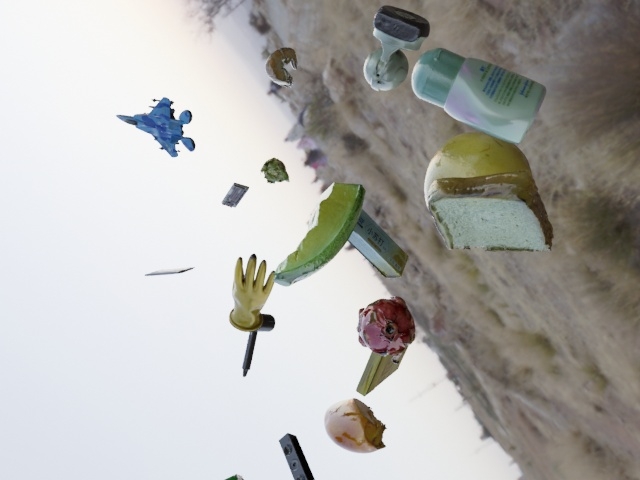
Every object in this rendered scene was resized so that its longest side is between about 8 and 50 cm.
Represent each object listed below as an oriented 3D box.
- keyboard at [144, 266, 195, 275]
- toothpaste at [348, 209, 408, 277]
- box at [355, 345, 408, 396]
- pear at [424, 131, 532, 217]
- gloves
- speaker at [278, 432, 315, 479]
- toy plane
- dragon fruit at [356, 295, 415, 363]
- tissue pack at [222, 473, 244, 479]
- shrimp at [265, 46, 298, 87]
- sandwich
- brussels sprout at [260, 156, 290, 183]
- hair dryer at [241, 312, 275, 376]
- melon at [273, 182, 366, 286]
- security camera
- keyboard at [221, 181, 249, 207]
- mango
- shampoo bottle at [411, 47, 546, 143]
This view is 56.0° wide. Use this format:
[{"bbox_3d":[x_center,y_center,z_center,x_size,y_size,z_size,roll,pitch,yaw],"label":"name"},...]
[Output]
[{"bbox_3d":[-0.462,0.095,1.836,0.063,0.198,0.010,-19,-81,-44],"label":"keyboard"},{"bbox_3d":[0.149,-0.003,1.847,0.071,0.089,0.313,-7,139,48],"label":"toothpaste"},{"bbox_3d":[0.208,0.373,1.887,0.041,0.153,0.279,29,-161,22],"label":"box"},{"bbox_3d":[0.493,-0.173,1.894,0.348,0.348,0.348,50,-172,-9],"label":"pear"},{"bbox_3d":[-0.225,0.161,1.978,0.132,0.295,0.116,8,-141,-8],"label":"gloves"},{"bbox_3d":[-0.060,0.634,1.690,0.046,0.040,0.191,37,-166,-43],"label":"speaker"},{"bbox_3d":[-0.440,-0.309,1.592,0.246,0.078,0.169,20,129,28],"label":"toy plane"},{"bbox_3d":[0.145,0.184,1.293,0.136,0.133,0.166,34,173,1],"label":"dragon fruit"},{"bbox_3d":[-0.324,0.831,1.848,0.156,0.208,0.148,79,167,-65],"label":"tissue pack"},{"bbox_3d":[-0.131,-0.636,2.218,0.053,0.133,0.236,33,-177,22],"label":"shrimp"},{"bbox_3d":[0.384,-0.063,1.382,0.226,0.251,0.087,48,-128,-40],"label":"sandwich"},{"bbox_3d":[-0.115,-0.174,1.519,0.085,0.085,0.058,46,-133,-32],"label":"brussels sprout"},{"bbox_3d":[-0.246,0.395,2.264,0.114,0.248,0.070,9,-179,-39],"label":"hair dryer"},{"bbox_3d":[0.000,0.000,1.567,0.124,0.324,0.196,31,158,-1],"label":"melon"},{"bbox_3d":[0.251,-0.656,2.109,0.196,0.277,0.191,24,-150,8],"label":"security camera"},{"bbox_3d":[-0.271,-0.140,1.917,0.055,0.017,0.166,15,157,-18],"label":"keyboard"},{"bbox_3d":[0.095,0.563,1.850,0.126,0.154,0.252,41,163,-28],"label":"mango"},{"bbox_3d":[0.412,-0.401,1.620,0.349,0.222,0.151,26,143,9],"label":"shampoo bottle"}]
